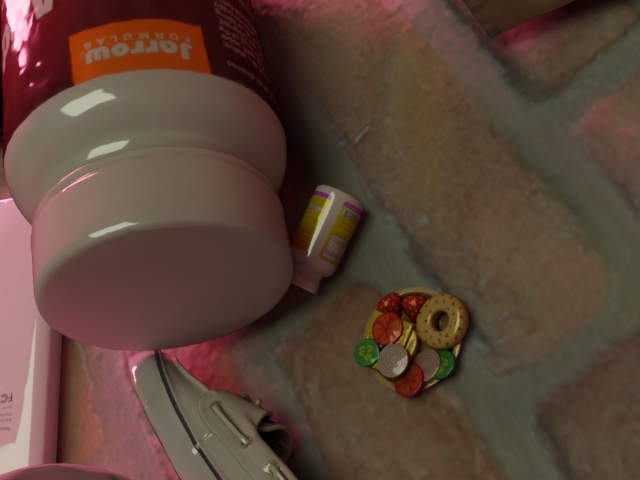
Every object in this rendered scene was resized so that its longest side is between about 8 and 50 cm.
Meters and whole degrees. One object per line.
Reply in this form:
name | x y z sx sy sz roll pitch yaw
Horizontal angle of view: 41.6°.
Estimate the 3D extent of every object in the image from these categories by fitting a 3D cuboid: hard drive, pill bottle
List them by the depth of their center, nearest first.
pill bottle | 0.000 0.000 0.682 0.043 0.043 0.083 21 83 37
pill bottle | -0.152 -0.122 0.714 0.224 0.224 0.392 -28 56 21
hard drive | -0.355 0.110 0.830 0.203 0.040 0.307 -9 64 7

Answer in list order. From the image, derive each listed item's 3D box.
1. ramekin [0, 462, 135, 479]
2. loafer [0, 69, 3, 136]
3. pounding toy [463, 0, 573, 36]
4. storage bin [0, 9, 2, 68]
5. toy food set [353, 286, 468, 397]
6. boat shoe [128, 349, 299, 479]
ramekin | -0.162 0.289 0.534 0.127 0.273 0.273 -45 53 21
loafer | -0.404 -0.144 0.984 0.223 0.076 0.078 -53 45 -1
pounding toy | 0.146 -0.271 0.677 0.181 0.094 0.206 -19 52 31
storage bin | -0.308 -0.284 0.922 0.180 0.122 0.084 -23 57 -4
toy food set | 0.067 0.073 0.623 0.083 0.020 0.082 17 80 36
boat shoe | -0.064 0.160 0.632 0.088 0.096 0.267 -29 37 -16
